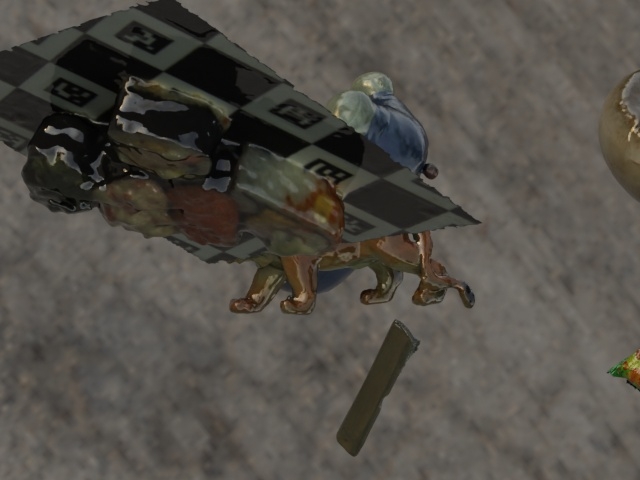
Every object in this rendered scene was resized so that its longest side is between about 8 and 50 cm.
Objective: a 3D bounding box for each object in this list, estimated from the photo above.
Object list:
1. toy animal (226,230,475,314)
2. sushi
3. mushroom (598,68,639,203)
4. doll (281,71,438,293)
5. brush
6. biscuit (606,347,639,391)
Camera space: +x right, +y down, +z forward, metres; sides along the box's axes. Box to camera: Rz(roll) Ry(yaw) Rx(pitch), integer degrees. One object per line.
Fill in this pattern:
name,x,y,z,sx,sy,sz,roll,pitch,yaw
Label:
toy animal,0.000,0.000,1.851,0.097,0.312,0.157,-144,-129,-82
sushi,-0.108,-0.038,1.314,0.339,0.320,0.068,33,61,-39
mushroom,0.418,-0.120,1.918,0.178,0.226,0.226,88,-6,-45
doll,0.019,-0.057,2.043,0.154,0.258,0.228,41,18,-3
brush,0.060,0.149,1.780,0.027,0.190,0.034,-23,58,-40
biscuit,0.241,0.096,1.205,0.089,0.046,0.016,37,-13,51
